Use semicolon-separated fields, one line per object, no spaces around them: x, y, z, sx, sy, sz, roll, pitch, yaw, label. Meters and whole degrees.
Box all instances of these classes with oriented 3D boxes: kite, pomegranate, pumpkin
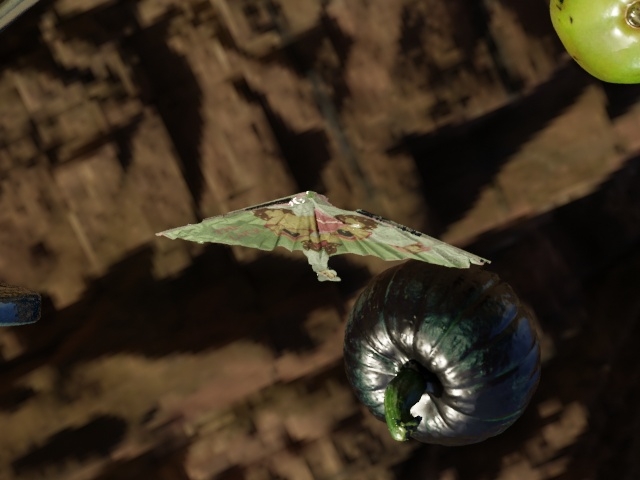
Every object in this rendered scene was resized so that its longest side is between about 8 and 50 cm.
0.000;0.000;1.717;0.323;0.013;0.268;6;164;4;kite
0.332;-0.277;2.062;0.159;0.240;0.190;-42;143;26;pomegranate
0.134;0.150;2.222;0.248;0.248;0.248;-23;-167;6;pumpkin

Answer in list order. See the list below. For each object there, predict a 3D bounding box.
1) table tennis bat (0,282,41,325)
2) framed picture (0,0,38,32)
-0.359;0.045;1.328;0.329;0.044;0.215;0;-175;-36;table tennis bat
-0.326;-0.208;1.455;0.189;0.023;0.260;-42;-134;-9;framed picture
